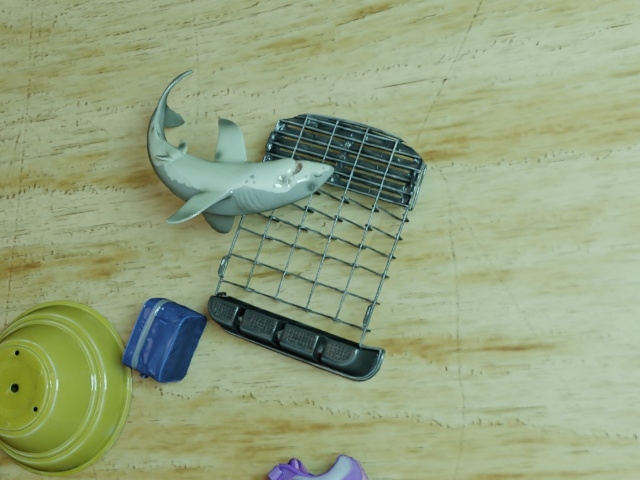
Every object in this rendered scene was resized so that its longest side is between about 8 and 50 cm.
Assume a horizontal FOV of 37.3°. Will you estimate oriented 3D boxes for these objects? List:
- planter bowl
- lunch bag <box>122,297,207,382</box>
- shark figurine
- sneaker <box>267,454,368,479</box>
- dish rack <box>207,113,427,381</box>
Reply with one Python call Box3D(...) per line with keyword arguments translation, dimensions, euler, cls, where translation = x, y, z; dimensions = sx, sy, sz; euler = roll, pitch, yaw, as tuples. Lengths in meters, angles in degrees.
Box3D(translation=(-0.344, 0.177, 1.139), dimensions=(0.217, 0.090, 0.217), euler=(-3, 81, 20), cls="planter bowl")
Box3D(translation=(-0.186, 0.118, 1.103), dimensions=(0.065, 0.067, 0.098), euler=(24, 92, 21), cls="lunch bag")
Box3D(translation=(-0.130, -0.067, 1.041), dimensions=(0.166, 0.116, 0.278), euler=(-39, 50, -21), cls="shark figurine")
Box3D(translation=(-0.042, 0.293, 1.020), dimensions=(0.236, 0.095, 0.104), euler=(-18, 70, 11), cls="sneaker")
Box3D(translation=(0.000, 0.000, 1.054), dimensions=(0.208, 0.074, 0.271), euler=(18, 87, 20), cls="dish rack")
